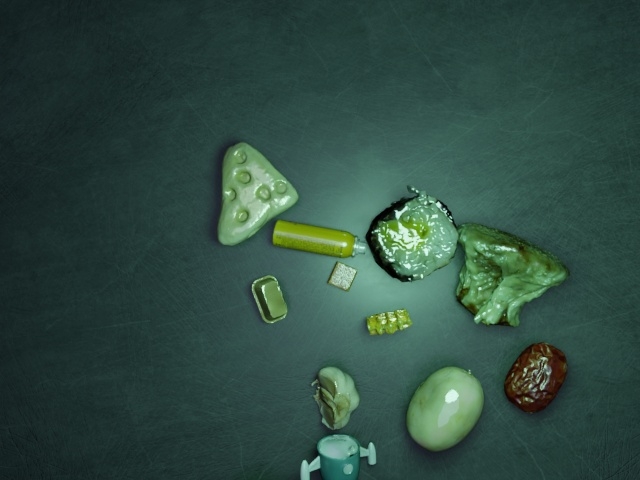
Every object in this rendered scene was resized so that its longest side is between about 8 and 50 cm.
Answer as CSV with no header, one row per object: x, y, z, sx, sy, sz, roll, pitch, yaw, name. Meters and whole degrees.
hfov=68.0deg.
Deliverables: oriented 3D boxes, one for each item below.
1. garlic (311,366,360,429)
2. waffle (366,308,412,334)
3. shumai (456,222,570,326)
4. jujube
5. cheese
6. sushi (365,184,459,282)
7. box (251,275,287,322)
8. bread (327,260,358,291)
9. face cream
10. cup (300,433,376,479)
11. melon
0.066,0.568,1.754,0.142,0.178,0.229,-14,106,-27,garlic
0.248,0.296,1.707,0.160,0.211,0.055,-13,87,3,waffle
0.616,0.133,1.657,0.397,0.324,0.323,23,106,6,shumai
0.764,0.486,1.683,0.174,0.174,0.250,34,83,5,jujube
-0.306,-0.188,1.808,0.351,0.129,0.328,-36,88,0,cheese
0.322,-0.013,1.673,0.299,0.294,0.281,-44,86,1,sushi
-0.190,0.224,1.804,0.111,0.111,0.177,-20,90,3,box
0.085,0.138,1.813,0.090,0.035,0.094,25,90,5,bread
0.000,0.000,1.791,0.348,0.105,0.105,10,88,5,face cream
0.069,0.828,1.728,0.299,0.167,0.173,-4,96,-21,cup
0.441,0.590,1.676,0.223,0.223,0.317,36,88,5,melon
